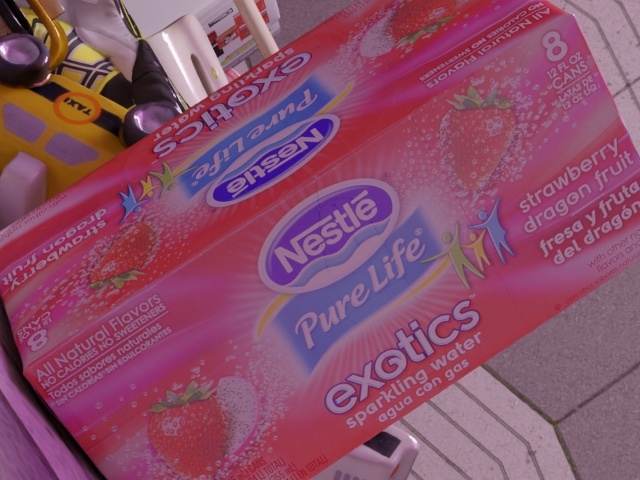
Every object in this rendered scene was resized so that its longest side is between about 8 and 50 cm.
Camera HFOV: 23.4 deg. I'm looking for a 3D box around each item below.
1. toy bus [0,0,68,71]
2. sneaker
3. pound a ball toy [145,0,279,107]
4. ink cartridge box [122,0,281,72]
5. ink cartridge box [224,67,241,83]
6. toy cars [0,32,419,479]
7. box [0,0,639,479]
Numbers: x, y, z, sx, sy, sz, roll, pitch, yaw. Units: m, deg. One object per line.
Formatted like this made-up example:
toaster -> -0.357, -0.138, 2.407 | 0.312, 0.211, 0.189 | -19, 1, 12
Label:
toy bus -> -0.247, -0.159, 1.182 | 0.202, 0.104, 0.191 | 53, -2, 35
sneaker -> -0.190, -0.103, 1.327 | 0.385, 0.147, 0.145 | 56, -3, 42
pound a ball toy -> -0.113, -0.102, 1.504 | 0.319, 0.208, 0.136 | 66, 22, -14
ink cartridge box -> -0.211, -0.246, 1.846 | 0.130, 0.309, 0.272 | 55, -3, 9
ink cartridge box -> -0.135, -0.064, 1.750 | 0.092, 0.218, 0.159 | 44, -10, 52
toy cars -> -0.097, 0.044, 0.922 | 0.176, 0.087, 0.394 | -17, -65, 44
box -> 0.000, 0.000, 0.779 | 0.142, 0.300, 0.154 | 58, -2, -30
